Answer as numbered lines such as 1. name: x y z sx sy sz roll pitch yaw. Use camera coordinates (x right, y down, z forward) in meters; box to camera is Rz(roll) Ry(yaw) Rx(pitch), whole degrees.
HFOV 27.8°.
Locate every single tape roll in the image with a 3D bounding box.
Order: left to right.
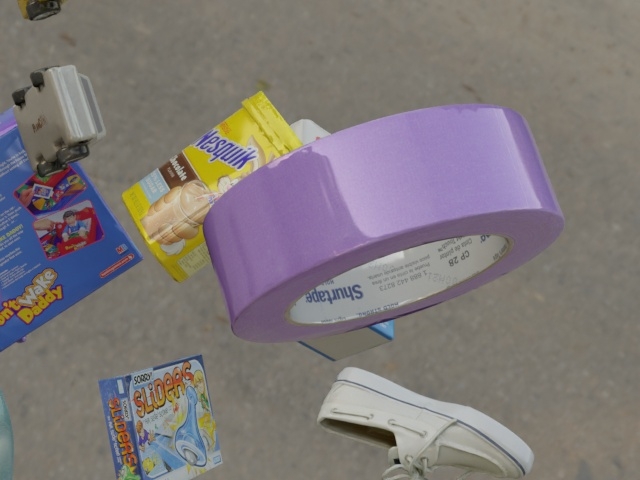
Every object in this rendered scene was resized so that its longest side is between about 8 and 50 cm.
1. tape roll: 0.049 -0.007 1.030 0.275 0.275 0.090 -6 70 -33

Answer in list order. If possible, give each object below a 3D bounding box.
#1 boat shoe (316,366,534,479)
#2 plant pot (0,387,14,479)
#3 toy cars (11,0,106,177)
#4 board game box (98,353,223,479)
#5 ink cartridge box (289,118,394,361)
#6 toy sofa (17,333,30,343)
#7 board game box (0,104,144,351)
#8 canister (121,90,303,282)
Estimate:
1. boat shoe: 0.151 0.333 2.084 0.367 0.136 0.156 21 59 25
2. plant pot: -0.612 0.296 1.935 0.248 0.252 0.247 13 2 32
3. toy cars: -0.259 -0.209 1.332 0.087 0.394 0.176 -18 50 -25
4. board game box: -0.177 0.207 1.461 0.201 0.035 0.136 -8 86 -71
5. ink cartridge box: 0.000 0.000 1.339 0.148 0.086 0.203 32 46 -39
6. toy sofa: -0.606 0.048 1.979 0.150 0.177 0.362 -33 49 -27
7. board game box: -0.424 0.017 1.563 0.347 0.233 0.078 -33 28 -6
8. canister: -0.093 -0.050 1.222 0.170 0.073 0.126 -36 41 -1
